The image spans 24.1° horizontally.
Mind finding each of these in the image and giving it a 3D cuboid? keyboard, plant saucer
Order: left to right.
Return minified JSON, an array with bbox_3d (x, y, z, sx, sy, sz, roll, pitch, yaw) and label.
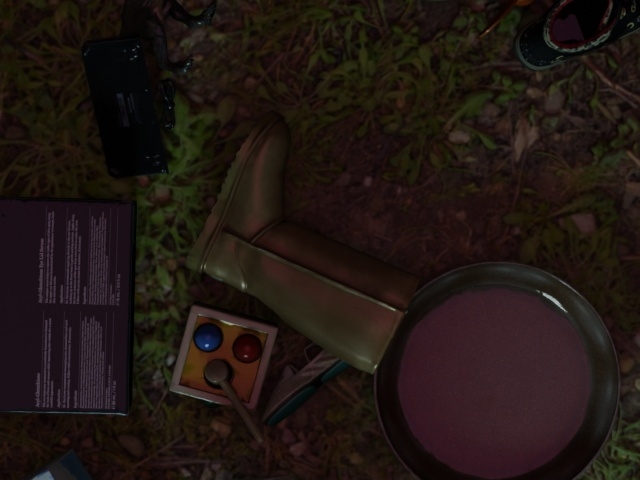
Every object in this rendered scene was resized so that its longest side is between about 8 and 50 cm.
[{"bbox_3d":[-0.224,-0.165,1.842,0.108,0.023,0.180,-5,114,11],"label":"keyboard"},{"bbox_3d":[0.220,0.180,1.889,0.311,0.050,0.310,0,90,-3],"label":"plant saucer"}]

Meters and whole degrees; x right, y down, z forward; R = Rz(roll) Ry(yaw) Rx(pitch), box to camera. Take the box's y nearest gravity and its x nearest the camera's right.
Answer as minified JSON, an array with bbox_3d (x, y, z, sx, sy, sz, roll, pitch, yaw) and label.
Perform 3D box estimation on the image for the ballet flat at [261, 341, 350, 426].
[{"bbox_3d":[-0.015,0.166,1.883,0.168,0.057,0.052,-37,69,-6],"label":"ballet flat"}]

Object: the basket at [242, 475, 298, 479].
[{"bbox_3d":[-0.086,0.356,1.823,0.167,0.103,0.113,-5,91,-26],"label":"basket"}]

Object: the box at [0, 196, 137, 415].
[{"bbox_3d":[-0.321,0.077,1.837,0.184,0.103,0.261,2,91,-6],"label":"box"}]

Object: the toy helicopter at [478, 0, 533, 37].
[{"bbox_3d":[0.245,-0.400,1.840,0.355,0.140,0.235,-25,94,-4],"label":"toy helicopter"}]

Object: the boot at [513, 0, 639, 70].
[{"bbox_3d":[0.355,-0.285,1.821,0.236,0.178,0.085,-30,92,-1],"label":"boot"}]

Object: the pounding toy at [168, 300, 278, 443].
[{"bbox_3d":[-0.114,0.161,1.847,0.130,0.100,0.141,15,90,-2],"label":"pounding toy"}]

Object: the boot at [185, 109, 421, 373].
[{"bbox_3d":[0.000,0.000,1.839,0.270,0.089,0.236,27,99,8],"label":"boot"}]

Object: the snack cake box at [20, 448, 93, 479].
[{"bbox_3d":[-0.304,0.411,1.833,0.152,0.089,0.264,-33,92,14],"label":"snack cake box"}]

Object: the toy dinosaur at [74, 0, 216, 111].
[{"bbox_3d":[-0.203,-0.268,1.861,0.118,0.064,0.268,21,95,0],"label":"toy dinosaur"}]
